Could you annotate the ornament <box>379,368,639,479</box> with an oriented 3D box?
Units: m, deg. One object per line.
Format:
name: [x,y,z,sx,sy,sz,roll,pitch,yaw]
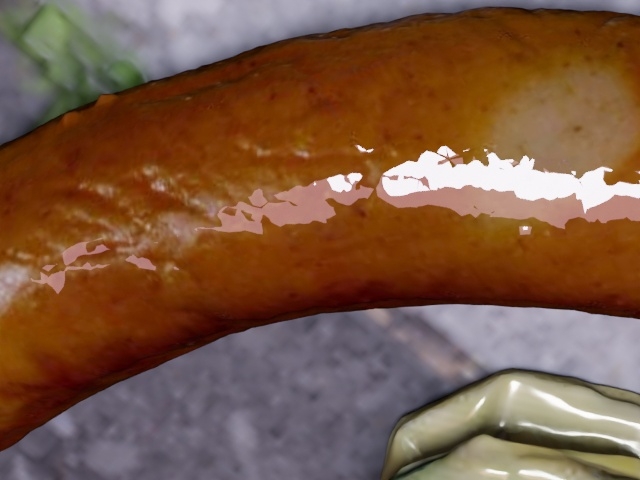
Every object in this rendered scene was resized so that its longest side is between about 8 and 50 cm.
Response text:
ornament: [0.084,0.148,0.597,0.180,0.059,0.201,16,115,-1]

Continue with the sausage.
sausage: [0.000,-0.004,0.532,0.302,0.076,0.102,-13,118,13]
